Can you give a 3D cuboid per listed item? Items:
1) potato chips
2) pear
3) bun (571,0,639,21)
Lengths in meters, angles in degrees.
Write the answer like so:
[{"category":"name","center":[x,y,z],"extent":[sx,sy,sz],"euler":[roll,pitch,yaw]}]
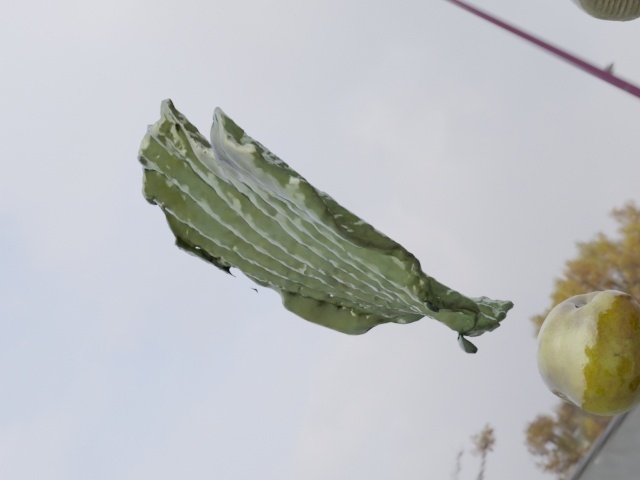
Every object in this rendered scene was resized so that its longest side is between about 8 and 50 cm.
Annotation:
[{"category":"potato chips","center":[0.005,0.005,1.022],"extent":[0.389,0.373,0.097],"euler":[34,-105,-25]},{"category":"pear","center":[0.427,0.172,1.631],"extent":[0.200,0.200,0.200],"euler":[-46,-24,-28]},{"category":"bun","center":[0.376,-0.372,1.335],"extent":[0.167,0.113,0.173],"euler":[12,-59,-22]}]
